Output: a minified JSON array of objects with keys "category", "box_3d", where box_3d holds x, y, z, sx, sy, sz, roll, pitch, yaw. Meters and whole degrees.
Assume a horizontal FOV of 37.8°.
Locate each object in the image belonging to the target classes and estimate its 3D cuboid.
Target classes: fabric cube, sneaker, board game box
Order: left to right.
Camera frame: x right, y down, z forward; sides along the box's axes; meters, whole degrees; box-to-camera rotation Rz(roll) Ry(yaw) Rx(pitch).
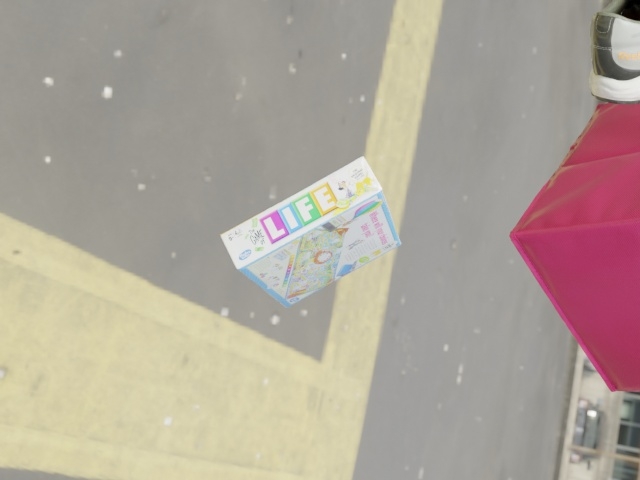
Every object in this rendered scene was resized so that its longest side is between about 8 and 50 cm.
[{"category":"board game box","box_3d":[0.000,0.000,0.650,0.026,0.103,0.154,62,2,16]},{"category":"sneaker","box_3d":[0.375,-0.251,0.962,0.271,0.100,0.108,-41,129,-22]},{"category":"fabric cube","box_3d":[0.416,-0.007,1.007,0.254,0.258,0.259,52,57,-20]}]
